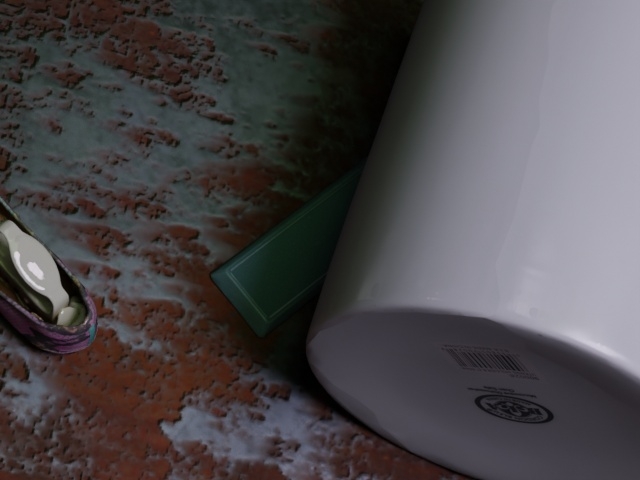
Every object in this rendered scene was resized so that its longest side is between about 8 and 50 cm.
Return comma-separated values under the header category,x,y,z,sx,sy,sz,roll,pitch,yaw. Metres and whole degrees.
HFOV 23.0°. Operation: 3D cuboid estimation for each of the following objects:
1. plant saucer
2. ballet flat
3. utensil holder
category,x,y,z,sx,sy,sz,roll,pitch,yaw
plant saucer,0.000,0.000,1.285,0.192,0.018,0.067,-38,86,-30
ballet flat,-0.244,-0.005,1.147,0.221,0.079,0.077,43,60,-1
utensil holder,0.191,-0.035,1.209,0.327,0.327,0.385,26,64,-11
